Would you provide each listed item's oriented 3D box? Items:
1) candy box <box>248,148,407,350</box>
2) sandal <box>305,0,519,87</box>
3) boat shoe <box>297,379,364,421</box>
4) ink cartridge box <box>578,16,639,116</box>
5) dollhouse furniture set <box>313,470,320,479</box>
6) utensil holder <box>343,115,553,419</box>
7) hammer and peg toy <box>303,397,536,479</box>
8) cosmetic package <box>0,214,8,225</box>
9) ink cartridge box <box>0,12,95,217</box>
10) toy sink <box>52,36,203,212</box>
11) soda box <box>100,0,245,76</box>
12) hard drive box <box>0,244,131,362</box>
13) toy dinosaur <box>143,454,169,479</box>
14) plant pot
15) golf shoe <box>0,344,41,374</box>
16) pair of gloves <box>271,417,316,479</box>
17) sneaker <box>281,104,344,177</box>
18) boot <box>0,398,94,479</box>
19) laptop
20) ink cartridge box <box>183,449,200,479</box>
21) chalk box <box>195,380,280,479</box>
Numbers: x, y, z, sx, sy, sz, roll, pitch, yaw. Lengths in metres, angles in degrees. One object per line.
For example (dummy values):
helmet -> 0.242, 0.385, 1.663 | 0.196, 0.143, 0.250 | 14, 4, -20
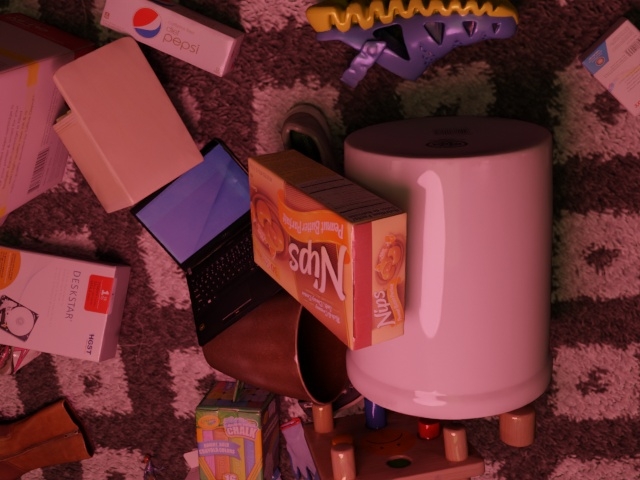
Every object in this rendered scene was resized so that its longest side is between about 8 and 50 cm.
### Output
candy box -> 0.000, 0.000, 1.086 | 0.088, 0.316, 0.182 | -15, 118, -26
sandal -> 0.140, -0.310, 1.162 | 0.318, 0.126, 0.138 | 1, 115, 18
boat shoe -> 0.039, 0.273, 1.430 | 0.065, 0.075, 0.206 | 42, 117, -11
ink cartridge box -> 0.468, -0.263, 1.153 | 0.122, 0.052, 0.088 | 43, 113, -7
dollhouse furniture set -> 0.108, 0.531, 1.396 | 0.198, 0.303, 0.286 | -4, 111, 12
utensil holder -> 0.194, 0.025, 1.169 | 0.328, 0.327, 0.385 | 0, 110, 10
hammer and peg toy -> 0.164, 0.339, 1.285 | 0.362, 0.266, 0.127 | -8, 101, -10
cosmetic package -> -0.679, -0.125, 1.401 | 0.239, 0.060, 0.099 | 38, 114, -6
ink cartridge box -> -0.531, -0.182, 1.176 | 0.161, 0.384, 0.279 | 24, 113, 0
toy sink -> -0.332, -0.186, 1.246 | 0.131, 0.153, 0.234 | -8, 116, 54
soda box -> -0.238, -0.343, 1.230 | 0.216, 0.074, 0.069 | 23, 114, 0
hard drive box -> -0.491, 0.115, 1.416 | 0.232, 0.089, 0.181 | 9, 88, 5
toy dinosaur -> -0.368, 0.495, 1.608 | 0.090, 0.047, 0.082 | -16, 90, 26
plant pot -> -0.088, 0.179, 1.360 | 0.231, 0.215, 0.215 | -3, 112, 28
golf shoe -> -0.587, 0.195, 1.521 | 0.186, 0.067, 0.086 | -45, 140, 12
pair of gloves -> -0.078, 0.447, 1.548 | 0.198, 0.023, 0.159 | -24, 104, 17
sneaker -> 0.005, -0.093, 1.263 | 0.099, 0.121, 0.262 | -28, 105, 20
boot -> -0.650, 0.389, 1.583 | 0.281, 0.096, 0.264 | -20, 107, 16
laptop -> -0.193, 0.004, 1.326 | 0.234, 0.264, 0.137 | -37, 138, 21
ink cartridge box -> -0.213, 0.520, 1.578 | 0.104, 0.060, 0.180 | -20, 107, 17
chalk box -> -0.157, 0.350, 1.453 | 0.132, 0.132, 0.212 | 0, 101, 11
